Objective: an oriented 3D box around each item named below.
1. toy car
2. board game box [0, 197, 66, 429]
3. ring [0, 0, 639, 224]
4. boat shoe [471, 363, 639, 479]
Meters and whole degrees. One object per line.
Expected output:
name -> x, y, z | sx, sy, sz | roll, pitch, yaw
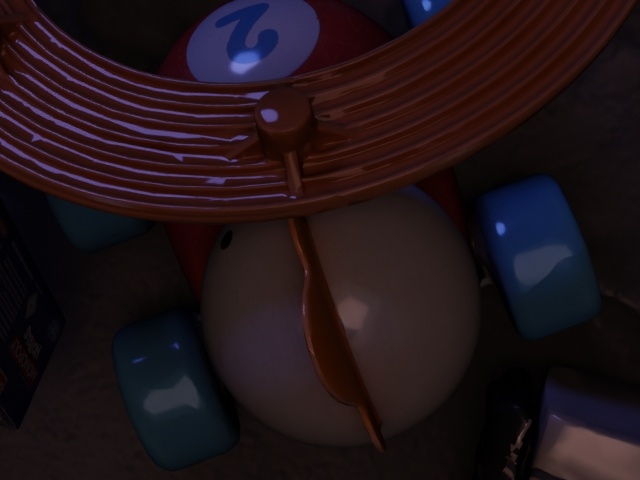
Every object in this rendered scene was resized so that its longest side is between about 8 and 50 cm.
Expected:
toy car -> 0.000, 0.000, 0.769 | 0.219, 0.238, 0.210 | -19, 98, 2
board game box -> -0.220, -0.007, 0.762 | 0.194, 0.194, 0.060 | 16, 67, 13
ring -> -0.025, -0.157, 0.748 | 0.336, 0.032, 0.336 | -4, 58, 7
boat shoe -> 0.221, 0.180, 0.867 | 0.340, 0.127, 0.158 | 18, 104, 5
